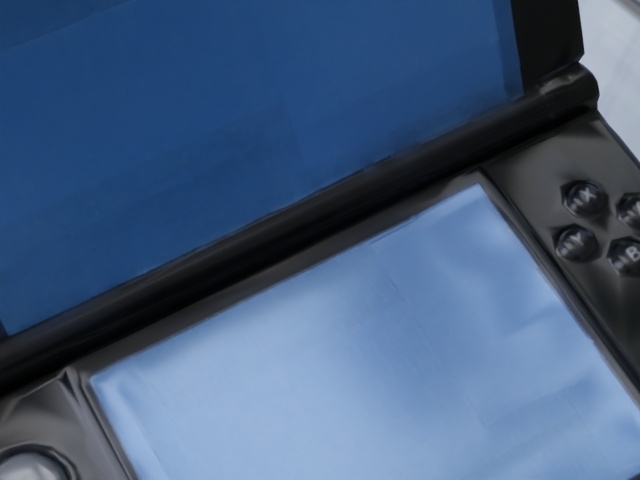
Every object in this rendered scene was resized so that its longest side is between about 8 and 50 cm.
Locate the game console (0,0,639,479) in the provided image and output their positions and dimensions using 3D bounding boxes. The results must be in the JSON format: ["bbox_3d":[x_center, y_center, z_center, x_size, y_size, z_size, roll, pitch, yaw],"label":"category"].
[{"bbox_3d":[0.000,0.000,0.413,0.293,0.250,0.173,-26,-25,-15],"label":"game console"}]
